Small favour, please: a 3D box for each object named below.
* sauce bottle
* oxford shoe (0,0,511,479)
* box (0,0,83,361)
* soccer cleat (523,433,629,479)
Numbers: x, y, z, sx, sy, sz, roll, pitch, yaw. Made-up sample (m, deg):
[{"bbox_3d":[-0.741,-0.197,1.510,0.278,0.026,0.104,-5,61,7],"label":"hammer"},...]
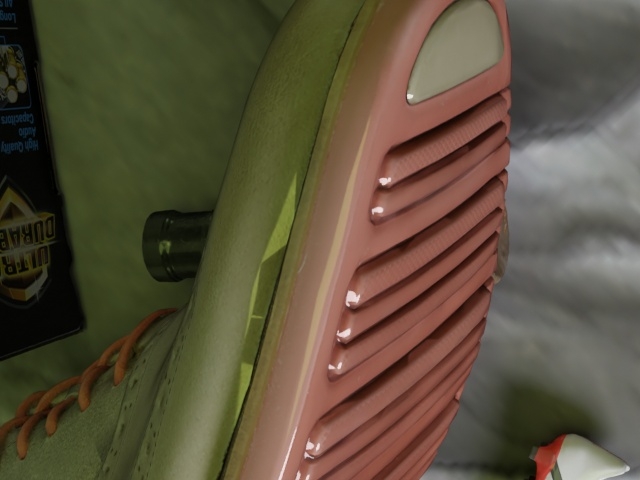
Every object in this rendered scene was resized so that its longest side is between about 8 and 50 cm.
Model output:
[{"bbox_3d":[0.000,0.000,0.576,0.128,0.042,0.042,-5,95,21],"label":"sauce bottle"},{"bbox_3d":[-0.054,0.080,0.534,0.146,0.140,0.397,29,115,21],"label":"oxford shoe"},{"bbox_3d":[-0.189,-0.086,0.500,0.073,0.295,0.293,-7,95,21],"label":"box"},{"bbox_3d":[0.082,0.108,0.566,0.036,0.029,0.083,16,97,22],"label":"soccer cleat"}]
